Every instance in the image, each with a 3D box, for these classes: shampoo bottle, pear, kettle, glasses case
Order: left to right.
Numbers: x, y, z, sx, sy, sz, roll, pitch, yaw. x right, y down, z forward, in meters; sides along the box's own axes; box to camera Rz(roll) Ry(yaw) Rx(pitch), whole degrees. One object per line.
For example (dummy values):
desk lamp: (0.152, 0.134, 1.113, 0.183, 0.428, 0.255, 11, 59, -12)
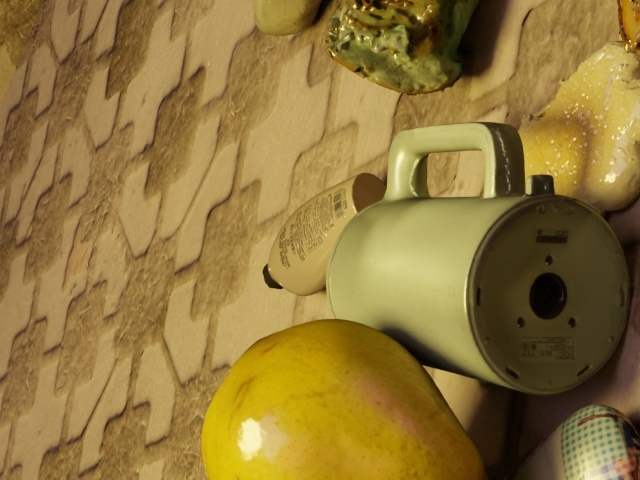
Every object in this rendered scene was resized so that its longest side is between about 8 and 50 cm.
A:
shampoo bottle: (0.000, 0.000, 2.320, 0.257, 0.078, 0.127, -36, 55, 48)
pear: (0.039, 0.233, 1.840, 0.285, 0.336, 0.285, 22, -90, -84)
kettle: (0.152, 0.024, 1.884, 0.318, 0.205, 0.265, 5, 124, 64)
glasses case: (0.229, 0.300, 1.803, 0.327, 0.076, 0.125, -55, 37, 35)

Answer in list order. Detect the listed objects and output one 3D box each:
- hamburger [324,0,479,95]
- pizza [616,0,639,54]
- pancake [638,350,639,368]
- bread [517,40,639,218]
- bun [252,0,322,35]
hamburger: (0.107, -0.290, 2.149, 0.167, 0.192, 0.288, -60, 8, 20)
pizza: (0.383, -0.298, 1.763, 0.288, 0.074, 0.251, 44, 120, 59)
pancake: (0.379, -0.042, 1.689, 0.197, 0.054, 0.376, 10, 87, 62)
bread: (0.285, -0.094, 1.891, 0.251, 0.039, 0.181, -47, 41, 42)
bun: (-0.042, -0.387, 2.504, 0.173, 0.113, 0.166, 99, 167, -49)
